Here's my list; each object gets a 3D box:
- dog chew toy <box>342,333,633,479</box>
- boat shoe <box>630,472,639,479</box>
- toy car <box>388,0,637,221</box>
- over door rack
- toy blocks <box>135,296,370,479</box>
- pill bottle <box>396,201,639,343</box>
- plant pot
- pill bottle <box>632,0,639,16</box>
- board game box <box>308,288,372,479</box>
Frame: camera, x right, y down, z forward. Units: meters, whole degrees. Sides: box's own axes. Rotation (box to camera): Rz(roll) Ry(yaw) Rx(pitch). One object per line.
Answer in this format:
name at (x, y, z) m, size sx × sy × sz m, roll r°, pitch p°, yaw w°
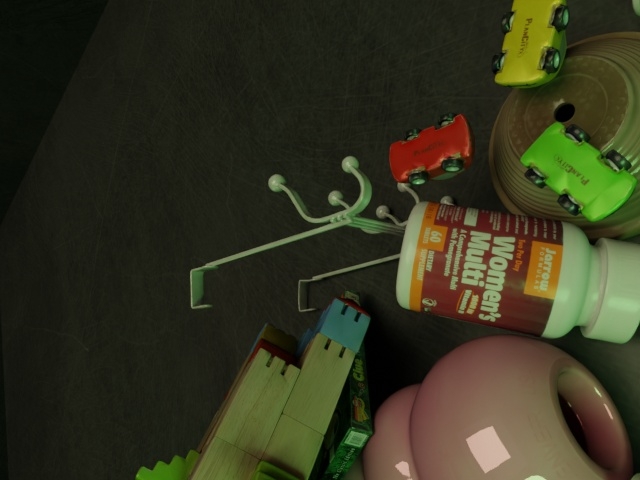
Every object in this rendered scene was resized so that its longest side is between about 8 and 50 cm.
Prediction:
dog chew toy at (0.142, 0.236, 0.544) m, size 0.332 × 0.207 × 0.206 m, roll -42°, pitch 54°, yaw 41°
boat shoe at (0.286, 0.335, 0.392) m, size 0.091 × 0.109 × 0.305 m, roll 2°, pitch 104°, yaw 53°
toy car at (0.203, -0.098, 0.491) m, size 0.239 × 0.053 × 0.225 m, roll -51°, pitch 52°, yaw 21°
over door rack at (0.000, 0.000, 0.695) m, size 0.324 × 0.239 × 0.108 m, roll -31°, pitch 63°, yaw 36°
toy blocks at (-0.069, 0.213, 0.621) m, size 0.261 × 0.191 × 0.381 m, roll -63°, pitch 3°, yaw -37°
pill bottle at (0.199, 0.033, 0.524) m, size 0.221 × 0.121 × 0.121 m, roll 10°, pitch 88°, yaw 17°
plant pot at (0.279, -0.120, 0.540) m, size 0.237 × 0.110 × 0.237 m, roll -13°, pitch 71°, yaw 42°
pill bottle at (0.383, -0.258, 0.496) m, size 0.120 × 0.067 × 0.067 m, roll 21°, pitch 96°, yaw 45°
board game box at (0.022, 0.190, 0.667) m, size 0.259 × 0.030 × 0.136 m, roll -88°, pitch 22°, yaw -62°
